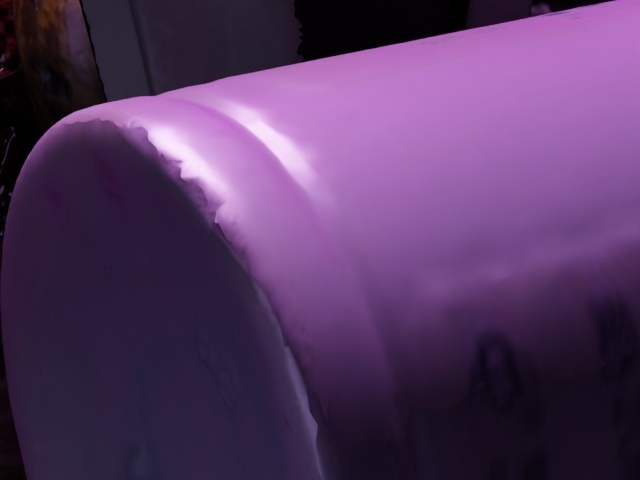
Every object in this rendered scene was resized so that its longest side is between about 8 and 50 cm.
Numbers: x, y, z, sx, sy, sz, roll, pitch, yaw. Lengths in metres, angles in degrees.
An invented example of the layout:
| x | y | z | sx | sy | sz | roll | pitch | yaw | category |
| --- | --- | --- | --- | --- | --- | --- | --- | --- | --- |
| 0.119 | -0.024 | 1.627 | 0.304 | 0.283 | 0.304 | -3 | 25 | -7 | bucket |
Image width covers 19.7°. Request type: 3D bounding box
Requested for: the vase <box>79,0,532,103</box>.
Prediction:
| x | y | z | sx | sy | sz | roll | pitch | yaw | category |
| --- | --- | --- | --- | --- | --- | --- | --- | --- | --- |
| 0.000 | 0.000 | 0.669 | 0.165 | 0.165 | 0.360 | 34 | 134 | 49 | vase |

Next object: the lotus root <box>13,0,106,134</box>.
| x | y | z | sx | sy | sz | roll | pitch | yaw | category |
| --- | --- | --- | --- | --- | --- | --- | --- | --- | --- |
| -0.069 | -0.090 | 0.766 | 0.120 | 0.120 | 0.210 | 23 | 127 | 54 | lotus root |

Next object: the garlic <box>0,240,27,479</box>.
| x | y | z | sx | sy | sz | roll | pitch | yaw | category |
| --- | --- | --- | --- | --- | --- | --- | --- | --- | --- |
| -0.221 | 0.048 | 1.047 | 0.245 | 0.160 | 0.245 | 14 | 106 | 61 | garlic |

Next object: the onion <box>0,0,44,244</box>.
| x | y | z | sx | sy | sz | roll | pitch | yaw | category |
| --- | --- | --- | --- | --- | --- | --- | --- | --- | --- |
| -0.225 | -0.132 | 0.869 | 0.285 | 0.273 | 0.273 | 26 | 128 | 27 | onion |

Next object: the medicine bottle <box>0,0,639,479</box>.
| x | y | z | sx | sy | sz | roll | pitch | yaw | category |
| --- | --- | --- | --- | --- | --- | --- | --- | --- | --- |
| 0.068 | 0.019 | 0.447 | 0.152 | 0.254 | 0.152 | 31 | 128 | 51 | medicine bottle |
